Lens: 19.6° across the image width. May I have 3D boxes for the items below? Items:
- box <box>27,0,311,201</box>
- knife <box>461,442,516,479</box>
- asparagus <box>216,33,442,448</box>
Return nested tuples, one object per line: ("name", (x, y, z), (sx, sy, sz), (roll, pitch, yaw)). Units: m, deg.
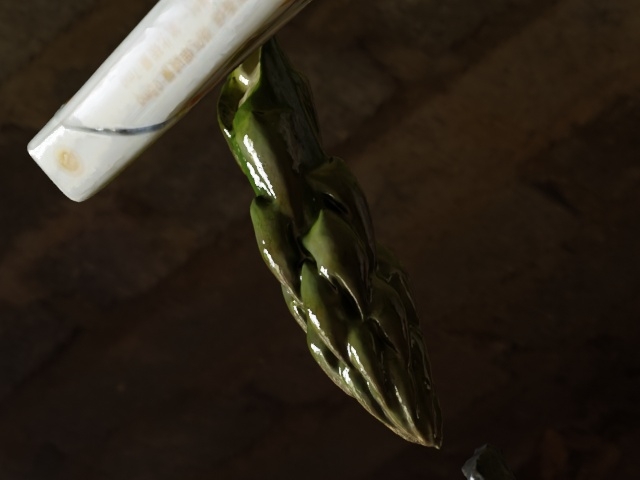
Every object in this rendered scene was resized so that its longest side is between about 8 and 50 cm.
("box", (0.005, -0.101, 0.545), (0.220, 0.032, 0.122), (-40, 6, 41))
("knife", (0.068, 0.139, 0.498), (0.021, 0.045, 0.222), (-58, 36, 32))
("asparagus", (0.000, 0.000, 1.115), (0.080, 0.080, 0.287), (-32, 81, 29))
